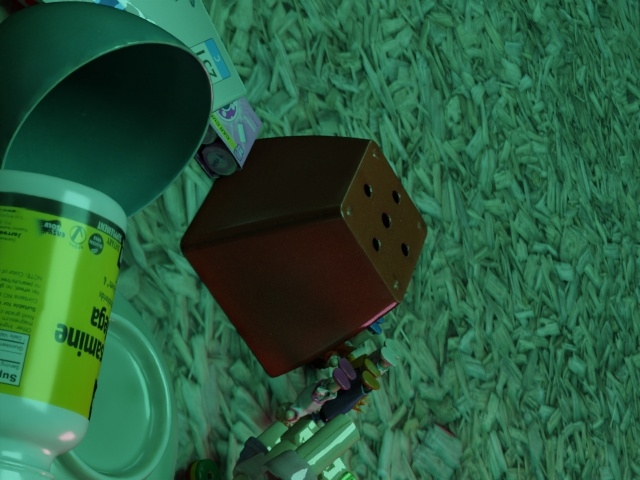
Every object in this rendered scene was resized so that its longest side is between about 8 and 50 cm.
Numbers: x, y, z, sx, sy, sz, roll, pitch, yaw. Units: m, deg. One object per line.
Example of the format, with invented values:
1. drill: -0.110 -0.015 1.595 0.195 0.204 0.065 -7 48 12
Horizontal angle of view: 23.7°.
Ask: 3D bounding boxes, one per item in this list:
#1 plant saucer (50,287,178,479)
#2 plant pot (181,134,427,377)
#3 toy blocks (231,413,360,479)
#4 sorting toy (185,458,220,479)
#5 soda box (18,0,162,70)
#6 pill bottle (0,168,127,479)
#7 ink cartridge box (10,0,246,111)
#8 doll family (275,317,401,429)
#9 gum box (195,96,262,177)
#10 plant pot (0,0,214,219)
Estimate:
1. plant saucer: -0.279 0.193 1.791 0.400 0.100 0.400 30 52 -47
2. plant pot: 0.000 0.000 2.215 0.267 0.235 0.267 57 35 -26
3. toy blocks: -0.045 0.404 1.932 0.260 0.309 0.288 -39 100 -23
4. sorting toy: -0.110 0.417 2.027 0.132 0.046 0.274 -13 87 -59
5. soda box: -0.306 -0.298 1.929 0.216 0.069 0.074 38 73 -16
6. pill bottle: -0.319 0.110 1.586 0.188 0.188 0.334 29 65 -50
7. ink cartridge box: -0.257 -0.277 2.019 0.261 0.066 0.296 -34 99 -48
8. doll family: 0.028 0.223 2.240 0.118 0.163 0.263 47 30 -6
9. gum box: -0.165 -0.191 2.205 0.188 0.062 0.107 54 36 -29
10. plant pot: -0.300 -0.172 1.817 0.195 0.290 0.290 47 18 30
